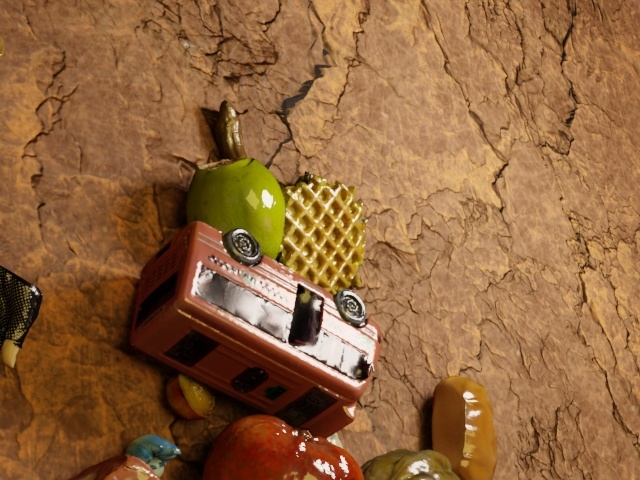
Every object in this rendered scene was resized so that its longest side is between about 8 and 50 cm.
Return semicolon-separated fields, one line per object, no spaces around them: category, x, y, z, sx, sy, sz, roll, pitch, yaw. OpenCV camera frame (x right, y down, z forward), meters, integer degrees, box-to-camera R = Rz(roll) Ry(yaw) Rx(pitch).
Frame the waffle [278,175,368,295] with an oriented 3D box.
waffle;0.001;0.000;2.162;0.245;0.052;0.254;0;90;-42

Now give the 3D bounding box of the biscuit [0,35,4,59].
biscuit;-0.650;-0.285;1.803;0.344;0.057;0.287;53;49;-6

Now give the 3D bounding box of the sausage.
sausage;0.288;0.385;2.213;0.136;0.120;0.241;27;55;-45

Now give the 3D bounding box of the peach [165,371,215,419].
peach;-0.228;0.267;1.894;0.098;0.061;0.098;45;28;-32

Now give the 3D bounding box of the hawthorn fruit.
hawthorn fruit;-0.077;0.451;1.814;0.276;0.276;0.307;25;73;-28

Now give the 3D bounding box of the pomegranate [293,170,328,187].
pomegranate;-0.016;-0.103;2.210;0.073;0.084;0.073;10;65;-22

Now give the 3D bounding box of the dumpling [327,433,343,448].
dumpling;0.023;0.386;2.056;0.077;0.043;0.059;57;26;0

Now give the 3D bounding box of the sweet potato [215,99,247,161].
sweet potato;-0.170;-0.181;2.143;0.053;0.054;0.182;27;45;-69

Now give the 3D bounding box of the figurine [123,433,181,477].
figurine;-0.277;0.353;1.787;0.114;0.114;0.079;-3;68;-39

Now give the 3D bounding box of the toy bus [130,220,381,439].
toy bus;-0.104;0.162;1.917;0.427;0.203;0.233;31;42;-24

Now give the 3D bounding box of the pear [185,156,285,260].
pear;-0.151;-0.040;2.020;0.187;0.187;0.220;-16;99;-42

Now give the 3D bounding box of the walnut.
walnut;0.145;0.490;1.970;0.227;0.283;0.283;36;41;27

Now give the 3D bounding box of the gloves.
gloves;-0.520;0.131;1.713;0.129;0.106;0.181;35;81;-20

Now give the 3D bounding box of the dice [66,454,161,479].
dice;-0.325;0.443;1.668;0.175;0.174;0.179;-39;101;-43
